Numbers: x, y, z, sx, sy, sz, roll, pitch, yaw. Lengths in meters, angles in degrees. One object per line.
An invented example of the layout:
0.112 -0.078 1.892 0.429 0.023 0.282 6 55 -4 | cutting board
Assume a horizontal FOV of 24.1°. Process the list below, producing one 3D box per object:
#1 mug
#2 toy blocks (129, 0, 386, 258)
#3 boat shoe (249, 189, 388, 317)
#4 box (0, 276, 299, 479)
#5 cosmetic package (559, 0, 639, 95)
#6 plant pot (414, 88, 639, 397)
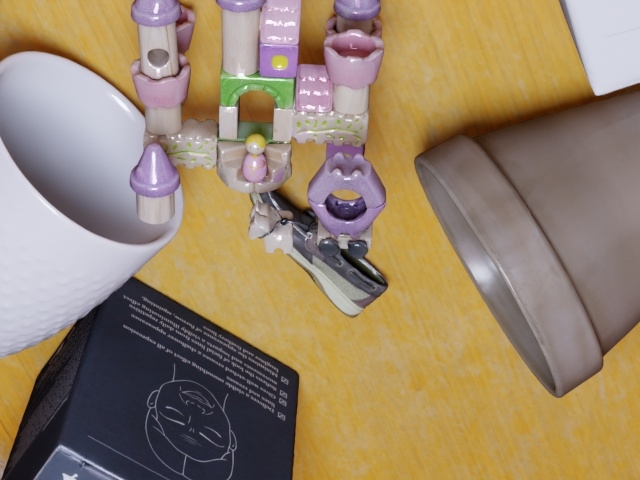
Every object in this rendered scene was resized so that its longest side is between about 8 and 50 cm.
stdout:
-0.396 -0.016 1.703 0.328 0.276 0.374 -39 154 28 | mug
-0.068 -0.183 1.607 0.288 0.309 0.260 3 129 0 | toy blocks
0.000 0.001 1.849 0.073 0.080 0.223 -35 117 13 | boat shoe
-0.206 0.269 1.816 0.293 0.395 0.212 32 114 -14 | box
0.355 -0.418 1.467 0.329 0.327 0.394 -16 117 10 | cosmetic package
0.307 -0.024 1.718 0.280 0.323 0.323 -29 114 -1 | plant pot
